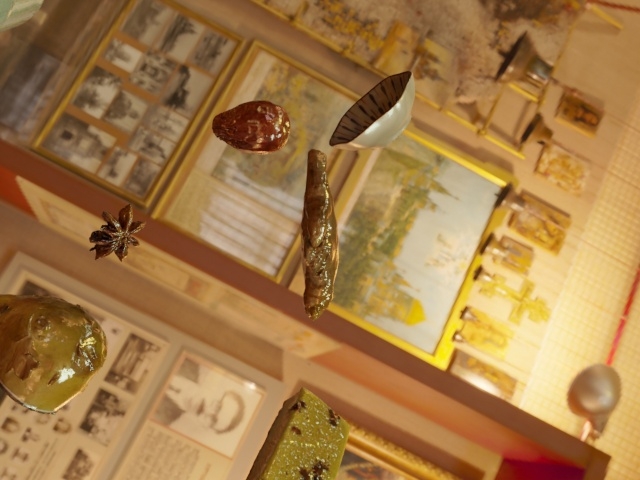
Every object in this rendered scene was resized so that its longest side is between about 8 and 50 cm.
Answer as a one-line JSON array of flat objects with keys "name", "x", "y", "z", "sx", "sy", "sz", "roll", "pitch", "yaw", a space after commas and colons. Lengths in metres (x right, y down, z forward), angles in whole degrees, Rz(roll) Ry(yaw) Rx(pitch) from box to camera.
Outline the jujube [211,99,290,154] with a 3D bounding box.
[{"name": "jujube", "x": -0.203, "y": -0.327, "z": 2.099, "sx": 0.168, "sy": 0.237, "sz": 0.168, "roll": -26, "pitch": 120, "yaw": -60}]

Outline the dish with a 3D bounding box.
[{"name": "dish", "x": 0.106, "y": -0.212, "z": 1.292, "sx": 0.191, "sy": 0.066, "sz": 0.190, "roll": -38, "pitch": -158, "yaw": 19}]

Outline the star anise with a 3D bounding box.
[{"name": "star anise", "x": -0.501, "y": -0.016, "z": 1.816, "sx": 0.168, "sy": 0.057, "sz": 0.167, "roll": -26, "pitch": 139, "yaw": -25}]

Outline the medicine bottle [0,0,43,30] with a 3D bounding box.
[{"name": "medicine bottle", "x": -0.625, "y": -0.446, "z": 1.218, "sx": 0.245, "sy": 0.245, "sz": 0.290, "roll": -59, "pitch": -168, "yaw": 24}]

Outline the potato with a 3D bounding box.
[{"name": "potato", "x": -0.580, "y": 0.205, "z": 1.570, "sx": 0.196, "sy": 0.300, "sz": 0.246, "roll": -45, "pitch": 142, "yaw": -1}]

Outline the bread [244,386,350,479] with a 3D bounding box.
[{"name": "bread", "x": -0.042, "y": 0.402, "z": 1.279, "sx": 0.077, "sy": 0.138, "sz": 0.361, "roll": -46, "pitch": -176, "yaw": 22}]

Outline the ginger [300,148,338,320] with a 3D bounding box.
[{"name": "ginger", "x": 0.000, "y": 0.002, "z": 1.430, "sx": 0.166, "sy": 0.080, "sz": 0.333, "roll": -93, "pitch": -174, "yaw": -59}]
